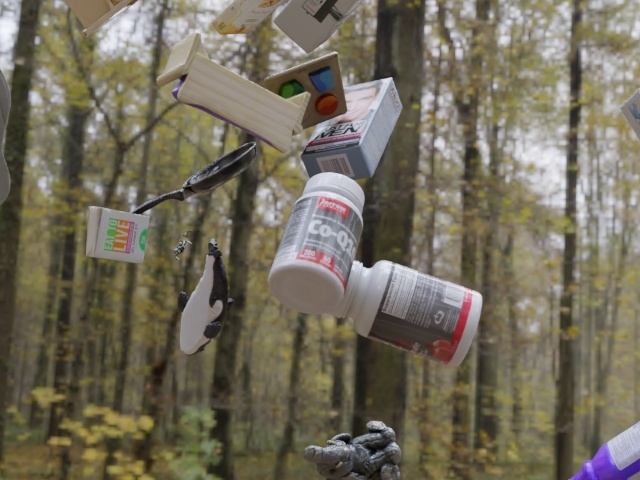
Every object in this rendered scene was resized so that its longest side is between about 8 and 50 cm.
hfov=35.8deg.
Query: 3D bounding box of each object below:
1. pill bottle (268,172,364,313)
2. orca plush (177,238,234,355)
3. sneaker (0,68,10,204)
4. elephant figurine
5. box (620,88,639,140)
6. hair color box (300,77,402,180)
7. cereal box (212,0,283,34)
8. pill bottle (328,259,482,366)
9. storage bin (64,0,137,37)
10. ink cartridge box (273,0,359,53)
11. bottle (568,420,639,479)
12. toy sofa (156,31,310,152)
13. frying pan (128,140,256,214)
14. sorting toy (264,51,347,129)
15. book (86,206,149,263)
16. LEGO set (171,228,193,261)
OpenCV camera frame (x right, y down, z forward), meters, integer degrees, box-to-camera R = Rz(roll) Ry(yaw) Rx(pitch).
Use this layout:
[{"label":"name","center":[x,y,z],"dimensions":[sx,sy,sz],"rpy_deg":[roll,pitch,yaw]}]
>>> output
[{"label":"pill bottle","center":[0.000,0.000,2.094],"dimensions":[0.161,0.283,0.161],"rpy_deg":[10,-39,8]},{"label":"orca plush","center":[-0.259,0.137,2.373],"dimensions":[0.151,0.287,0.102],"rpy_deg":[13,12,40]},{"label":"sneaker","center":[-0.411,-0.127,1.113],"dimensions":[0.091,0.094,0.258],"rpy_deg":[37,-38,12]},{"label":"elephant figurine","center":[0.057,0.516,2.331],"dimensions":[0.239,0.186,0.169],"rpy_deg":[-8,18,-17]},{"label":"box","center":[0.568,-0.156,1.512],"dimensions":[0.114,0.203,0.103],"rpy_deg":[-28,-7,-1]},{"label":"hair color box","center":[0.095,-0.315,2.840],"dimensions":[0.185,0.374,0.114],"rpy_deg":[-7,-56,26]},{"label":"cereal box","center":[-0.154,-0.629,2.585],"dimensions":[0.240,0.047,0.173],"rpy_deg":[-37,-4,27]},{"label":"pill bottle","center":[0.179,0.148,2.176],"dimensions":[0.318,0.176,0.176],"rpy_deg":[19,-10,1]},{"label":"storage bin","center":[-0.287,-0.481,1.616],"dimensions":[0.260,0.123,0.262],"rpy_deg":[-33,16,18]},{"label":"ink cartridge box","center":[0.030,-0.429,1.689],"dimensions":[0.208,0.087,0.153],"rpy_deg":[-44,5,25]},{"label":"bottle","center":[0.639,0.466,2.073],"dimensions":[0.092,0.283,0.118],"rpy_deg":[45,19,-16]},{"label":"toy sofa","center":[-0.222,-0.354,2.489],"dimensions":[0.362,0.177,0.150],"rpy_deg":[24,-14,-27]},{"label":"frying pan","center":[-0.268,-0.128,2.215],"dimensions":[0.326,0.053,0.197],"rpy_deg":[-39,16,-28]},{"label":"sorting toy","center":[-0.077,-0.371,2.693],"dimensions":[0.307,0.041,0.229],"rpy_deg":[-22,-41,-9]},{"label":"book","center":[-0.391,-0.009,1.913],"dimensions":[0.035,0.096,0.144],"rpy_deg":[6,-3,29]},{"label":"LEGO set","center":[-0.294,0.008,2.081],"dimensions":[0.023,0.083,0.054],"rpy_deg":[37,-66,-28]}]
